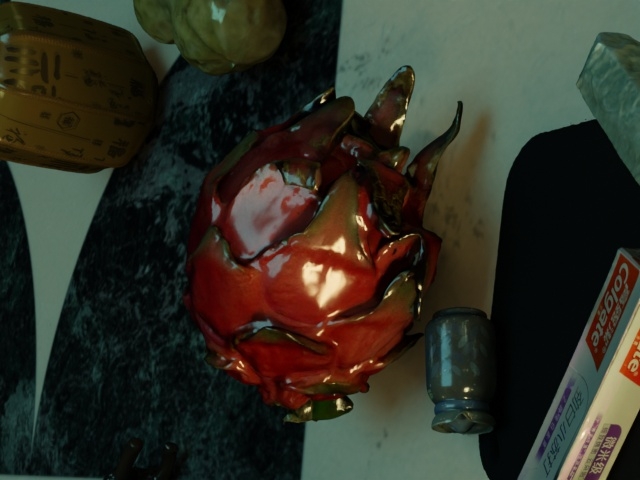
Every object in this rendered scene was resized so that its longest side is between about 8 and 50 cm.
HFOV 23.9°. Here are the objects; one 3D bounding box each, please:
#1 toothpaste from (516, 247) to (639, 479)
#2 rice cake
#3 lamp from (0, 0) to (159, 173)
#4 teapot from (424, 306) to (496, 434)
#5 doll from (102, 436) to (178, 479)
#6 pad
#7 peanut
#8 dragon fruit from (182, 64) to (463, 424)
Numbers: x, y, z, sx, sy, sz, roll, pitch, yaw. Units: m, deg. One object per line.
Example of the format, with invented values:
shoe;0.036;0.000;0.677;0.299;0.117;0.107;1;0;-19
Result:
toothpaste;0.160;0.098;0.894;0.047;0.040;0.196;55;130;55
rice cake;0.201;-0.038;0.848;0.245;0.042;0.045;-109;32;-48
lamp;-0.266;-0.150;1.512;0.161;0.185;0.161;-27;56;50
teapot;0.092;0.092;1.035;0.063;0.049;0.083;-31;52;57
doll;-0.176;0.268;1.365;0.165;0.057;0.139;-40;52;48
pad;0.226;0.006;0.906;0.375;0.063;0.315;-8;75;65
peanut;-0.105;-0.214;1.383;0.103;0.098;0.229;-46;35;-3
dragon fruit;0.000;0.000;1.085;0.193;0.192;0.274;16;96;18
